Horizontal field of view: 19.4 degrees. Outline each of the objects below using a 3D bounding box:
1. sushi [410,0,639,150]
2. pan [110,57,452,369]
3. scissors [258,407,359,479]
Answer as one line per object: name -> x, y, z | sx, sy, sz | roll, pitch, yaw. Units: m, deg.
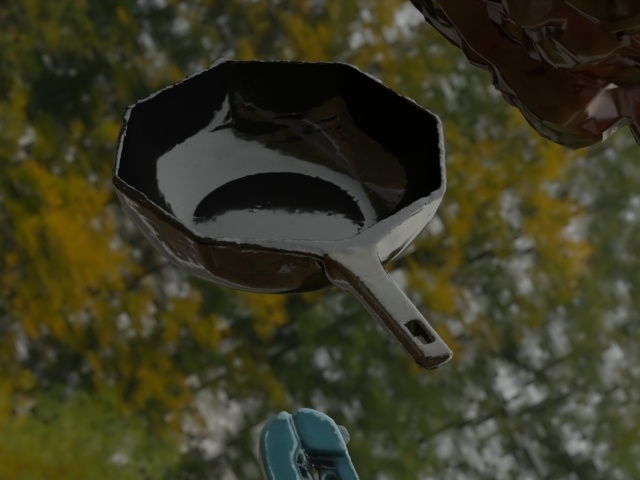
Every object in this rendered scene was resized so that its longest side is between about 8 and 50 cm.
sushi -> 0.090, -0.117, 0.350 | 0.225, 0.218, 0.238 | 25, 11, -34
pan -> -0.017, 0.001, 0.708 | 0.202, 0.128, 0.048 | -86, 176, -55
scissors -> 0.051, 0.242, 0.776 | 0.032, 0.180, 0.393 | 97, -24, -62
